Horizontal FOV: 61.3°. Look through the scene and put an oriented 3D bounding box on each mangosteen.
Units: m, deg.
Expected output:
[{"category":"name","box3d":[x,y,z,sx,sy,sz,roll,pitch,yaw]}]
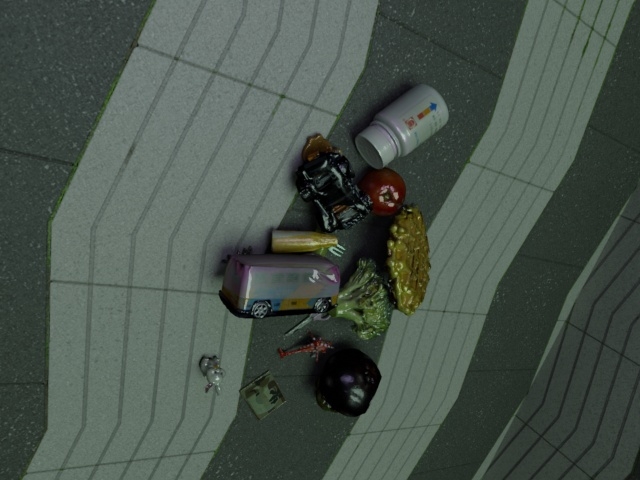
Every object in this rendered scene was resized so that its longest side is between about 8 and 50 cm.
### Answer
[{"category":"mangosteen","box3d":[0.105,0.577,2.146,0.233,0.287,0.288,24,102,0]}]

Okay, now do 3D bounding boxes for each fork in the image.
[{"category":"fork","box3d":[-0.001,-0.001,1.898,0.235,0.021,0.039,29,92,-39]}]

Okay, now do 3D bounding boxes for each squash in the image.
[{"category":"squash","box3d":[-0.039,0.072,1.858,0.083,0.083,0.250,20,107,-40]}]

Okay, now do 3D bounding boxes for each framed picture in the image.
[{"category":"framed picture","box3d":[-0.219,0.599,2.076,0.136,0.010,0.201,-33,128,-17]}]

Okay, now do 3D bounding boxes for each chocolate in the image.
[{"category":"chocolate","box3d":[-0.054,0.006,1.771,0.219,0.086,0.086,1,117,-4]}]

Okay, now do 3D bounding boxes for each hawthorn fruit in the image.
[{"category":"hawthorn fruit","box3d":[0.215,-0.164,1.860,0.172,0.173,0.173,-16,122,-27]}]

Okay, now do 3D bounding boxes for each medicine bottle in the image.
[{"category":"medicine bottle","box3d":[0.267,-0.373,1.781,0.293,0.170,0.170,-38,130,-13]}]

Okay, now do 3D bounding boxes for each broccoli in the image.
[{"category":"broccoli","box3d":[0.142,0.222,1.994,0.245,0.288,0.248,-12,158,-19]}]

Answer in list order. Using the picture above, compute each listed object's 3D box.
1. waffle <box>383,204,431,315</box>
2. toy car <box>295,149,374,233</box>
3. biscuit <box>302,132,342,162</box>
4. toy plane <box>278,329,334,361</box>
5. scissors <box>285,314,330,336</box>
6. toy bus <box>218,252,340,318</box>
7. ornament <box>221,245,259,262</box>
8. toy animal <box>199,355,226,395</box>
[{"category":"waffle","box3d":[0.333,0.066,2.002,0.382,0.095,0.380,-46,128,-56]},{"category":"toy car","box3d":[0.044,-0.160,1.738,0.193,0.118,0.301,-24,127,12]},{"category":"biscuit","box3d":[0.006,-0.258,1.757,0.184,0.027,0.133,30,103,-38]},{"category":"toy plane","box3d":[-0.053,0.417,2.037,0.194,0.126,0.077,-32,156,-18]},{"category":"scissors","box3d":[-0.043,0.298,2.028,0.212,0.021,0.110,-35,127,-16]},{"category":"toy bus","box3d":[-0.107,0.130,1.692,0.386,0.171,0.162,2,111,-35]},{"category":"ornament","box3d":[-0.236,0.127,1.769,0.202,0.080,0.236,-50,134,-5]},{"category":"toy animal","box3d":[-0.364,0.451,1.822,0.085,0.124,0.071,-53,136,3]}]
